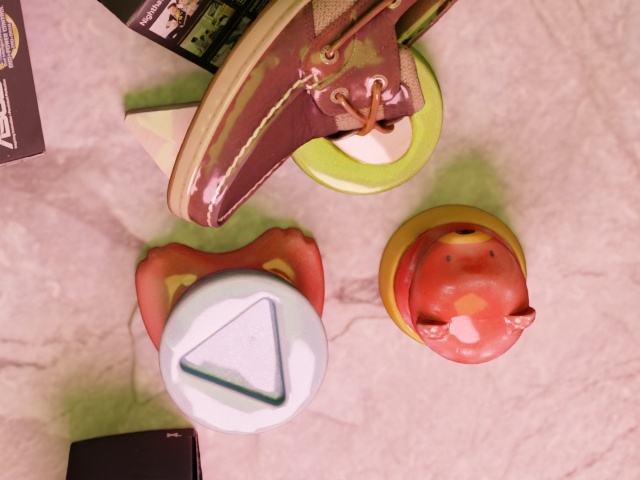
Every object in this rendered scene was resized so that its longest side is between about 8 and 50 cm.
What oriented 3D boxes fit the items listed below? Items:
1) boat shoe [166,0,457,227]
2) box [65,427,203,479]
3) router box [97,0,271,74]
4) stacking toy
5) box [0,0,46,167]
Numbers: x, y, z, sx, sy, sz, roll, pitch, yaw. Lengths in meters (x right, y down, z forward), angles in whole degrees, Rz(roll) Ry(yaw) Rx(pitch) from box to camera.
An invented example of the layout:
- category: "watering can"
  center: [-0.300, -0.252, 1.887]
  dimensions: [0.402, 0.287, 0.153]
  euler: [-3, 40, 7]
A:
- category: "boat shoe"
  center: [0.025, -0.133, 1.427]
  dimensions: [0.123, 0.123, 0.342]
  euler: [37, 81, 11]
- category: "box"
  center: [-0.138, 0.273, 1.543]
  dimensions: [0.108, 0.153, 0.207]
  euler: [-6, 104, -2]
- category: "router box"
  center: [-0.063, -0.217, 1.436]
  dimensions: [0.179, 0.046, 0.133]
  euler: [-53, 146, 9]
- category: "stacking toy"
  center: [0.000, 0.000, 1.493]
  dimensions: [0.309, 0.130, 0.279]
  euler: [-17, 106, 0]
- category: "box"
  center: [-0.289, -0.193, 1.375]
  dimensions: [0.060, 0.216, 0.270]
  euler: [-18, 109, -32]
